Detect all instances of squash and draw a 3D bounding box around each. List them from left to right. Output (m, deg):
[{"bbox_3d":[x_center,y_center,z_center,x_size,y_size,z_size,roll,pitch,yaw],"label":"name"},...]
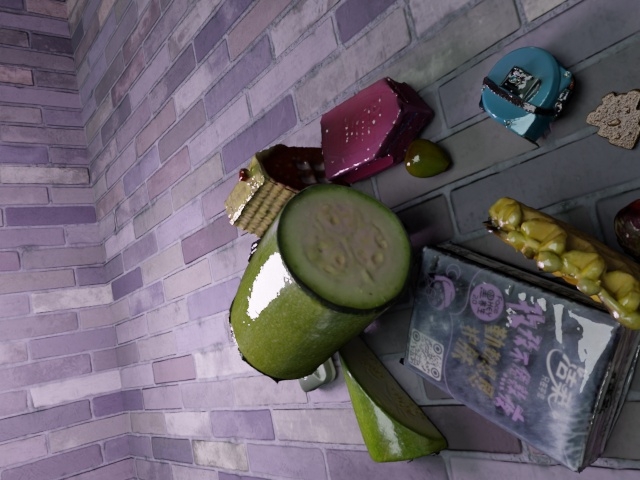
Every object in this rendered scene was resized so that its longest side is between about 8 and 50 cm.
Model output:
[{"bbox_3d":[-0.023,0.098,1.070,0.263,0.263,0.384,67,149,21],"label":"squash"},{"bbox_3d":[0.122,0.311,1.153,0.203,0.111,0.289,-28,70,47],"label":"squash"}]

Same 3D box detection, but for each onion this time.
[{"bbox_3d":[0.452,-0.012,0.736,0.107,0.097,0.107,51,171,11],"label":"onion"}]

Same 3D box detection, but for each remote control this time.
[{"bbox_3d":[-0.063,0.213,1.401,0.128,0.065,0.335,-44,60,46],"label":"remote control"}]

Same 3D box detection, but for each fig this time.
[{"bbox_3d":[0.203,-0.153,1.042,0.088,0.074,0.074,22,111,24],"label":"fig"}]

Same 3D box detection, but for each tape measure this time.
[{"bbox_3d":[0.329,-0.237,0.872,0.146,0.081,0.125,49,118,36],"label":"tape measure"}]

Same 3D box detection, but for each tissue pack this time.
[{"bbox_3d":[0.307,0.174,0.910,0.361,0.122,0.259,23,113,45],"label":"tissue pack"}]

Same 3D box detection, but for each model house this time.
[{"bbox_3d":[-0.095,-0.111,1.264,0.196,0.254,0.160,-45,53,43],"label":"model house"}]

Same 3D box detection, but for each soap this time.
[{"bbox_3d":[0.112,-0.229,1.128,0.250,0.099,0.162,-20,70,49],"label":"soap"}]

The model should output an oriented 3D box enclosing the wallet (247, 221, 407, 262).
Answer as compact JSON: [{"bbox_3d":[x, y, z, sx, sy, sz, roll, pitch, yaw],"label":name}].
[{"bbox_3d":[0.000,0.000,1.211,0.377,0.197,0.051,-28,48,47],"label":"wallet"}]

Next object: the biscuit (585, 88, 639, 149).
[{"bbox_3d":[0.436,-0.173,0.796,0.082,0.016,0.092,-33,69,42],"label":"biscuit"}]

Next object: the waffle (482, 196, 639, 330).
[{"bbox_3d":[0.356,0.039,0.698,0.329,0.329,0.062,42,110,40],"label":"waffle"}]
